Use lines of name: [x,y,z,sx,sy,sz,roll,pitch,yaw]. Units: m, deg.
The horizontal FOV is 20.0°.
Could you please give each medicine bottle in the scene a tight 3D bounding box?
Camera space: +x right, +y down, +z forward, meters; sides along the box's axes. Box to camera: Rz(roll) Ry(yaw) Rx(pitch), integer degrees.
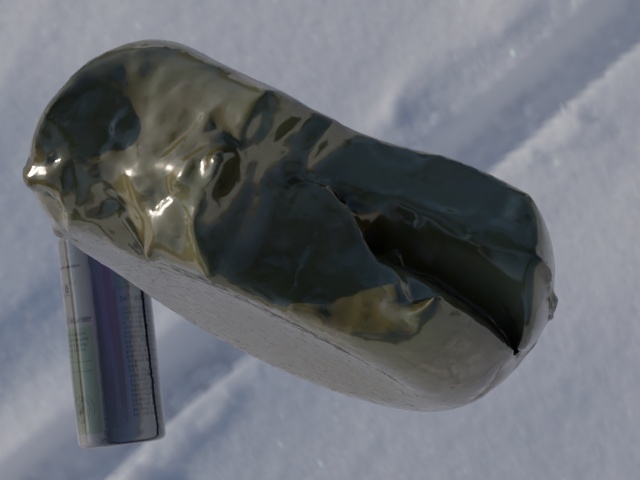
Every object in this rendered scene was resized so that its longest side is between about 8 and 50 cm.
medicine bottle: [-0.136,0.031,1.153,0.057,0.057,0.199,-7,87,17]

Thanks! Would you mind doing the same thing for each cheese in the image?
cheese: [0.000,0.000,0.702,0.202,0.175,0.091,20,77,29]
